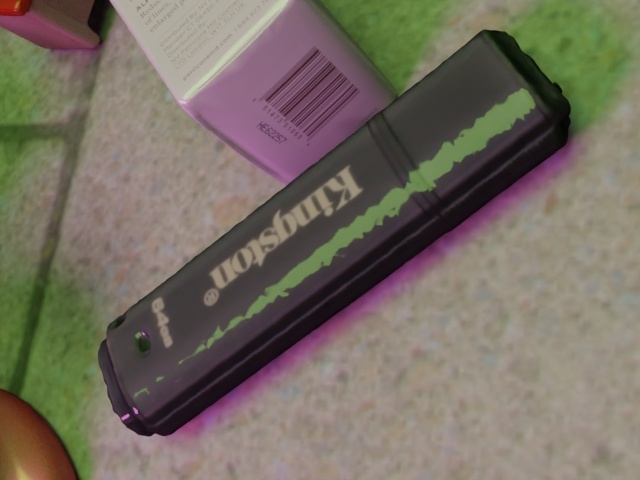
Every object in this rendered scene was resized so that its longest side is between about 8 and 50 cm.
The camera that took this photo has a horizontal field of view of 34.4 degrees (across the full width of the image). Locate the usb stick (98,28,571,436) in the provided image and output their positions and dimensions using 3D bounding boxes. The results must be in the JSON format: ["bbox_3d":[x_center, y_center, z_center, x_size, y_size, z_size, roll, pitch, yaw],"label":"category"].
[{"bbox_3d":[0.000,0.000,0.526,0.278,0.045,0.077,-37,59,13],"label":"usb stick"}]

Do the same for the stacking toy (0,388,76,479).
[{"bbox_3d":[-0.259,0.229,0.538,0.309,0.130,0.279,-51,55,4],"label":"stacking toy"}]

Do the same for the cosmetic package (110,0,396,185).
[{"bbox_3d":[-0.066,-0.147,0.578,0.085,0.117,0.231,-42,56,8],"label":"cosmetic package"}]

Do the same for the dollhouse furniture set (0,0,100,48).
[{"bbox_3d":[-0.272,-0.201,0.703,0.259,0.135,0.262,8,76,32],"label":"dollhouse furniture set"}]
